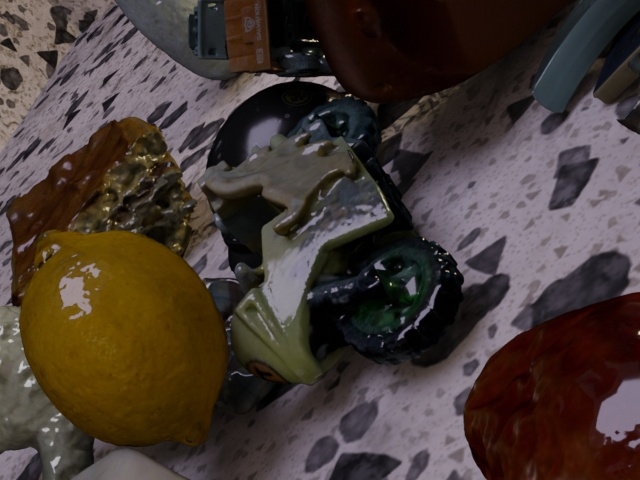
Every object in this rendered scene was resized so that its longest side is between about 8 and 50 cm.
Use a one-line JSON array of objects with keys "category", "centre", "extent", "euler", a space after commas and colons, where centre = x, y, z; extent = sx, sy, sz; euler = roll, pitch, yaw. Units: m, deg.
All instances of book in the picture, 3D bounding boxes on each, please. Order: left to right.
[{"category": "book", "centre": [0.365, -0.282, 1.033], "extent": [0.269, 0.025, 0.191], "euler": [-62, 3, -31]}]

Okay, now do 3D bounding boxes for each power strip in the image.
[{"category": "power strip", "centre": [0.285, -0.220, 1.063], "extent": [0.216, 0.044, 0.137], "euler": [-53, 8, 49]}]

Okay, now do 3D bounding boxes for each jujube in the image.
[{"category": "jujube", "centre": [0.183, 0.123, 0.636], "extent": [0.190, 0.190, 0.255], "euler": [-52, 19, -13]}]

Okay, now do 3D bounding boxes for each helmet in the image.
[{"category": "helmet", "centre": [-0.064, -0.102, 1.350], "extent": [0.279, 0.160, 0.230], "euler": [-46, 27, -4]}]

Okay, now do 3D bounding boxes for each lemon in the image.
[{"category": "lemon", "centre": [-0.189, 0.093, 0.997], "extent": [0.188, 0.257, 0.188], "euler": [-36, -6, -5]}]

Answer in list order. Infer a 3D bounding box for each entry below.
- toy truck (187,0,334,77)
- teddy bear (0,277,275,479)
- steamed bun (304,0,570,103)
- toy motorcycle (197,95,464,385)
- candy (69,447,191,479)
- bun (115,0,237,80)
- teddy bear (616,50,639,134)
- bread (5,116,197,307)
[{"category": "toy truck", "centre": [-0.010, -0.279, 1.390], "extent": [0.184, 0.133, 0.338], "euler": [-1, 5, 39]}, {"category": "teddy bear", "centre": [-0.248, 0.205, 1.217], "extent": [0.327, 0.362, 0.375], "euler": [-100, 22, -52]}, {"category": "steamed bun", "centre": [0.123, -0.320, 1.211], "extent": [0.248, 0.235, 0.379], "euler": [3, 34, 47]}, {"category": "toy motorcycle", "centre": [0.000, 0.000, 1.084], "extent": [0.237, 0.169, 0.410], "euler": [-31, 37, 10]}, {"category": "candy", "centre": [-0.208, 0.371, 0.882], "extent": [0.208, 0.145, 0.359], "euler": [-33, 27, 25]}, {"category": "bun", "centre": [-0.242, -0.476, 1.965], "extent": [0.211, 0.362, 0.362], "euler": [-39, 26, 20]}, {"category": "teddy bear", "centre": [0.324, -0.121, 0.844], "extent": [0.213, 0.111, 0.133], "euler": [-28, -33, -53]}, {"category": "bread", "centre": [-0.314, -0.007, 1.555], "extent": [0.314, 0.191, 0.370], "euler": [-40, 31, 0]}]
